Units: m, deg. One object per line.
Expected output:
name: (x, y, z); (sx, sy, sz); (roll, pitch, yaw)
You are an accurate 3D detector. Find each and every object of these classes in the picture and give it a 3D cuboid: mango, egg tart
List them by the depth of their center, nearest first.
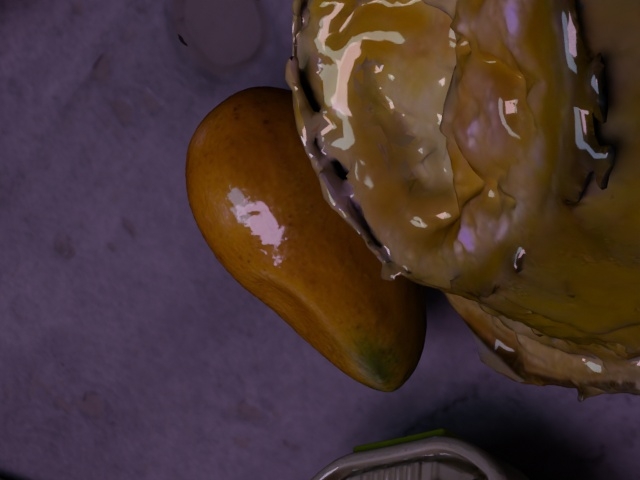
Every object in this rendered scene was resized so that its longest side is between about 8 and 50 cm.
egg tart: (0.078, -0.069, 0.577); (0.315, 0.120, 0.315); (29, 127, 47)
mango: (-0.001, -0.005, 0.730); (0.089, 0.115, 0.165); (-34, 117, 19)

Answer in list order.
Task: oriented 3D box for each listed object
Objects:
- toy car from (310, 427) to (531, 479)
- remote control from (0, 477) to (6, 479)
toy car: (0.081, 0.245, 0.760); (0.204, 0.247, 0.198); (-18, 143, 36)
remote control: (-0.281, 0.205, 1.073); (0.234, 0.038, 0.098); (13, 122, 26)
